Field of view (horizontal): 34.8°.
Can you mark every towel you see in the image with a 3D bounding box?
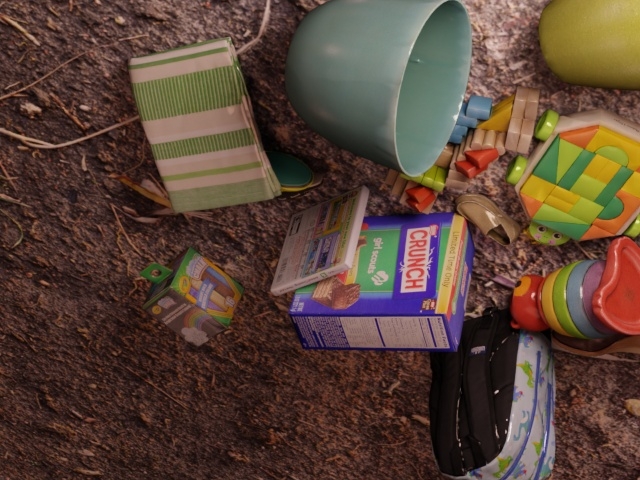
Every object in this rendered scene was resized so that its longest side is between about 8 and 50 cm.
[{"bbox_3d":[-0.227,-0.215,1.963,0.248,0.038,0.324,-6,115,24],"label":"towel"}]

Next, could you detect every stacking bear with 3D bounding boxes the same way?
[{"bbox_3d":[0.487,0.114,1.974,0.164,0.175,0.289,38,152,-26],"label":"stacking bear"}]

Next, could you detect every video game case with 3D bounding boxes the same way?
[{"bbox_3d":[0.000,0.000,2.018,0.193,0.212,0.023,-22,127,34],"label":"video game case"}]

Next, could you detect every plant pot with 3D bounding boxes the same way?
[{"bbox_3d":[0.486,-0.332,1.522,0.294,0.274,0.275,-11,129,48],"label":"plant pot"},{"bbox_3d":[0.085,-0.276,1.686,0.235,0.293,0.293,19,138,25],"label":"plant pot"}]

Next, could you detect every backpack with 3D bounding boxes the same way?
[{"bbox_3d":[0.358,0.351,2.128,0.290,0.355,0.273,-24,122,35],"label":"backpack"}]

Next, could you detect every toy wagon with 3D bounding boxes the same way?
[{"bbox_3d":[0.476,-0.088,1.867,0.267,0.068,0.344,24,135,-3],"label":"toy wagon"}]

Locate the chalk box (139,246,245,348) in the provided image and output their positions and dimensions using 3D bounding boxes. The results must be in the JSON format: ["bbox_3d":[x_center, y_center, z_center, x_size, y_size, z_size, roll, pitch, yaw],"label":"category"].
[{"bbox_3d":[-0.303,0.115,2.297,0.213,0.132,0.132,40,133,-18],"label":"chalk box"}]

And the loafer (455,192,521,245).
[{"bbox_3d":[0.325,-0.040,1.979,0.148,0.050,0.056,29,135,-9],"label":"loafer"}]

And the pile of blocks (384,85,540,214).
[{"bbox_3d":[0.242,-0.159,1.851,0.149,0.112,0.362,38,133,-17],"label":"pile of blocks"}]

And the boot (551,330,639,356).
[{"bbox_3d":[0.585,0.130,2.051,0.249,0.090,0.206,3,119,24],"label":"boot"}]

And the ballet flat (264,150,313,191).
[{"bbox_3d":[-0.121,-0.141,2.036,0.231,0.077,0.077,16,155,9],"label":"ballet flat"}]

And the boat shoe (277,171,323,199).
[{"bbox_3d":[-0.043,-0.106,2.050,0.125,0.046,0.038,-10,128,31],"label":"boat shoe"}]

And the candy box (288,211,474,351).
[{"bbox_3d":[0.126,0.080,2.011,0.317,0.268,0.122,-1,135,20],"label":"candy box"}]
